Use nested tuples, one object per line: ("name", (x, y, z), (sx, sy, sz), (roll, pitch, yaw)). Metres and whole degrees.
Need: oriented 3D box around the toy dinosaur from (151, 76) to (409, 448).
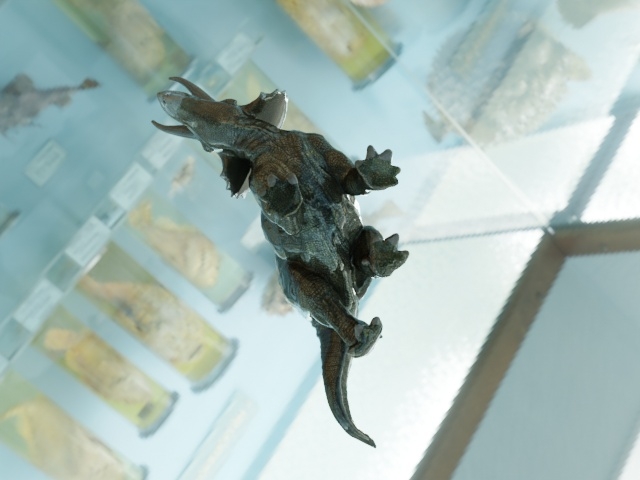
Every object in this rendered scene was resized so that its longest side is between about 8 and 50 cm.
("toy dinosaur", (0.000, 0.000, 0.802), (0.121, 0.313, 0.160), (-31, -165, -10))
